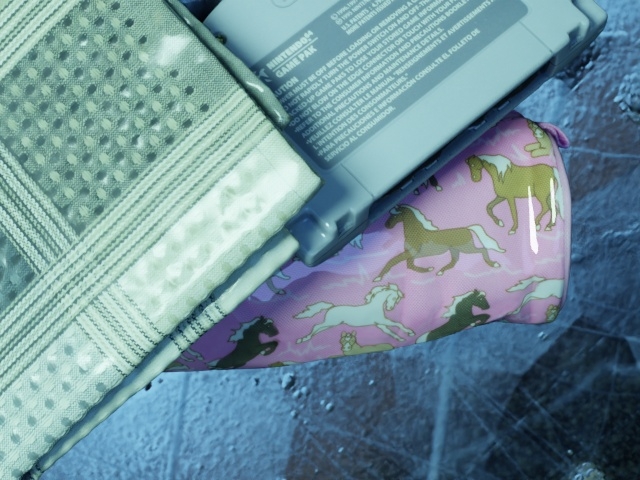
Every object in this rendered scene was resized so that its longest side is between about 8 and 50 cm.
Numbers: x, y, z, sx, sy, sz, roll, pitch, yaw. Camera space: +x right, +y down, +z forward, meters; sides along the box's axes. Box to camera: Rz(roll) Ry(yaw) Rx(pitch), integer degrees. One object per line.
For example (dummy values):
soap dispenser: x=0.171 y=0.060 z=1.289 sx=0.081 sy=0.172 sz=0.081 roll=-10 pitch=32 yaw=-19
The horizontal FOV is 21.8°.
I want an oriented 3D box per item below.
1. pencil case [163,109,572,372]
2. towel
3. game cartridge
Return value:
pencil case: x=0.000 y=0.000 z=1.261 sx=0.386 sy=0.160 sz=0.167 roll=-6 pitch=136 yaw=-6
towel: x=-0.190 y=-0.038 z=1.159 sx=0.324 sy=0.056 sz=0.312 roll=-44 pitch=72 yaw=10
game cartridge: x=0.038 y=-0.139 z=1.210 sx=0.297 sy=0.062 sz=0.198 roll=-38 pitch=69 yaw=-16
